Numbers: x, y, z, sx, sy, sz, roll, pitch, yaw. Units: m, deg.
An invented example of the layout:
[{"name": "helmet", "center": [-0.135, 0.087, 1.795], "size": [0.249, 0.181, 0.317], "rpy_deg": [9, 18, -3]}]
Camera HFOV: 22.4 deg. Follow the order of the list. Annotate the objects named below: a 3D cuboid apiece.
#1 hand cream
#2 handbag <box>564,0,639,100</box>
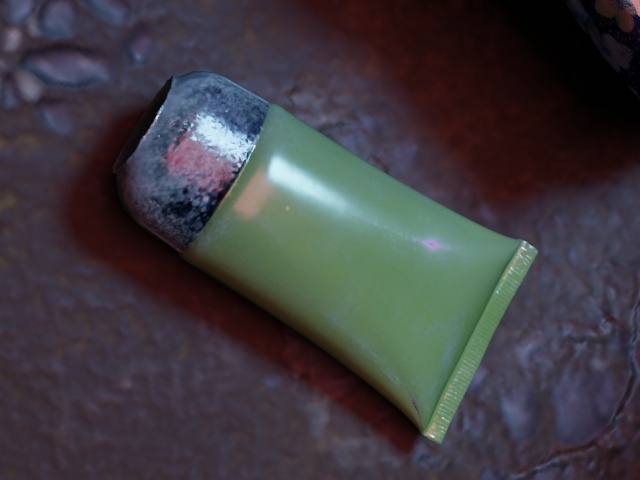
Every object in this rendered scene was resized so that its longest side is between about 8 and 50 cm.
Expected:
[{"name": "hand cream", "center": [0.000, 0.000, 0.656], "size": [0.175, 0.046, 0.095], "rpy_deg": [33, 75, -19]}, {"name": "handbag", "center": [0.164, -0.157, 0.676], "size": [0.228, 0.127, 0.208], "rpy_deg": [-48, 110, -30]}]
